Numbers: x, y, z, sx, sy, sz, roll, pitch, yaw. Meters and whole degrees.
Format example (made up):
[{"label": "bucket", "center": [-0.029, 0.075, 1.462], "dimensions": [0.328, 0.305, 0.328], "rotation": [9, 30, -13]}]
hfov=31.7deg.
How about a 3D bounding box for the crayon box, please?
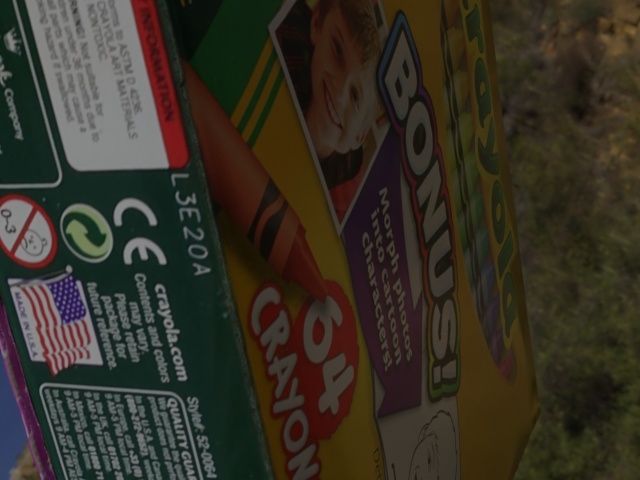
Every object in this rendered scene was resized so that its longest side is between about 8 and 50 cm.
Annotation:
[{"label": "crayon box", "center": [0.000, 0.000, 0.498], "dimensions": [0.313, 0.106, 0.363], "rotation": [-45, -50, -56]}]
